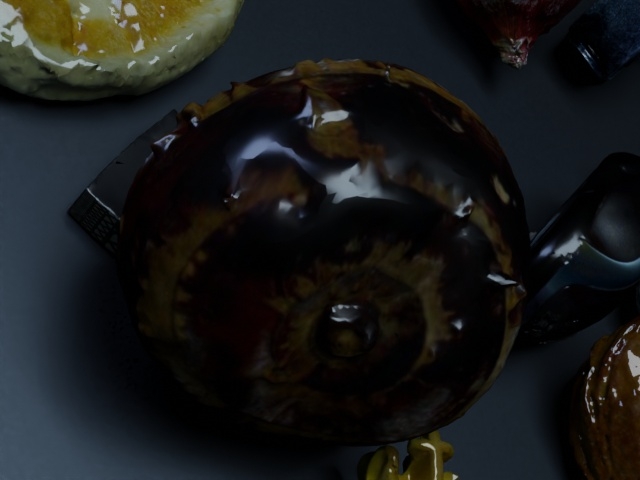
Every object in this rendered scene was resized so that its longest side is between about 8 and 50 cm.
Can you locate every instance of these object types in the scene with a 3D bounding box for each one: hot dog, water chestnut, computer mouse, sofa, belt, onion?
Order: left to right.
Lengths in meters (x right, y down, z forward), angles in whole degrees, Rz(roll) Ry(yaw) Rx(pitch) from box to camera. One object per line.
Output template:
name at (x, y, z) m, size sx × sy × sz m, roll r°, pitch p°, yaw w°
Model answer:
sofa at (-0.131, -0.043, 1.086) m, size 0.060 × 0.039 × 0.118 m, roll 45°, pitch 48°, yaw -6°
water chestnut at (0.000, 0.000, 1.022) m, size 0.300 × 0.300 × 0.300 m, roll 16°, pitch 57°, yaw -26°
onion at (0.189, -0.254, 1.354) m, size 0.159 × 0.159 × 0.195 m, roll 17°, pitch 77°, yaw -26°
computer mouse at (0.227, 0.014, 1.226) m, size 0.096 × 0.137 × 0.233 m, roll 46°, pitch 47°, yaw 2°
belt at (0.327, -0.230, 1.430) m, size 0.082 × 0.141 × 0.190 m, roll 50°, pitch 50°, yaw 3°
hot dog at (0.321, 0.191, 1.200) m, size 0.196 × 0.122 × 0.272 m, roll -17°, pitch 73°, yaw -36°

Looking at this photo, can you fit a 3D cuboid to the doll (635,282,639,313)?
doll at (0.305, -0.003, 1.343) m, size 0.120 × 0.075 × 0.180 m, roll 57°, pitch 46°, yaw -54°

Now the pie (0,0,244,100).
pie at (-0.202, -0.255, 1.137) m, size 0.339 × 0.077 × 0.339 m, roll 19°, pitch 54°, yaw -28°

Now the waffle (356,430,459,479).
waffle at (0.084, 0.301, 1.018) m, size 0.293 × 0.069 × 0.260 m, roll 50°, pitch 51°, yaw -4°
